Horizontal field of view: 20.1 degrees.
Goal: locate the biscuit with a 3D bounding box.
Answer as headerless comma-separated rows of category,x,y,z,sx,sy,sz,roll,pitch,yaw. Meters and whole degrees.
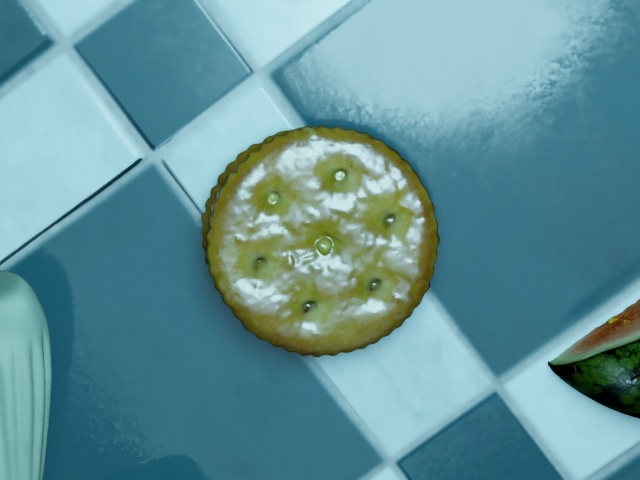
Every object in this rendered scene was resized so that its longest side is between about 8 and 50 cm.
biscuit,0.000,0.000,1.669,0.220,0.066,0.220,0,100,-2

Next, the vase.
vase,-0.309,0.157,1.679,0.128,0.128,0.248,-2,109,2

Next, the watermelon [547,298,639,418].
watermelon,0.323,0.125,1.659,0.137,0.193,0.145,-42,101,-37
